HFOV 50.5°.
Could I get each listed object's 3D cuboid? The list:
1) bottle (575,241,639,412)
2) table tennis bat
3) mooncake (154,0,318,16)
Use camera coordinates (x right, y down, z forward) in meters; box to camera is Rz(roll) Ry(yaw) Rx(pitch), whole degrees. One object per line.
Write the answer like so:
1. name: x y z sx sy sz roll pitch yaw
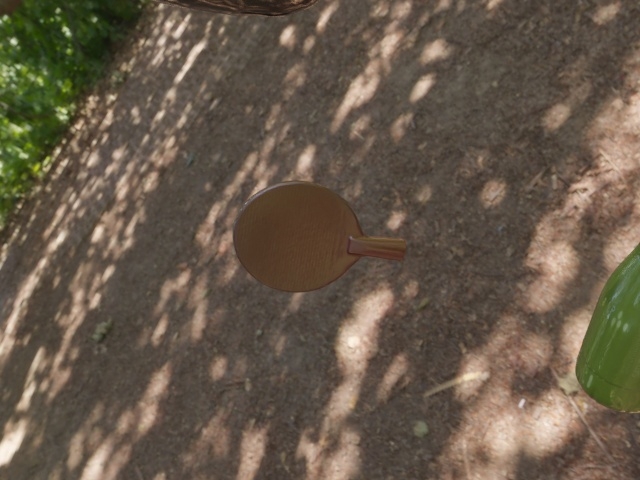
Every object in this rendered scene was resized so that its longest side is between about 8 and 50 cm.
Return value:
1. bottle: 0.395 0.087 0.824 0.112 0.112 0.260 -114 22 -51
2. table tennis bat: 0.000 0.000 1.197 0.038 0.310 0.200 -124 43 -71
3. mooncake: -0.033 -0.258 0.340 0.306 0.154 0.306 -166 90 -81
